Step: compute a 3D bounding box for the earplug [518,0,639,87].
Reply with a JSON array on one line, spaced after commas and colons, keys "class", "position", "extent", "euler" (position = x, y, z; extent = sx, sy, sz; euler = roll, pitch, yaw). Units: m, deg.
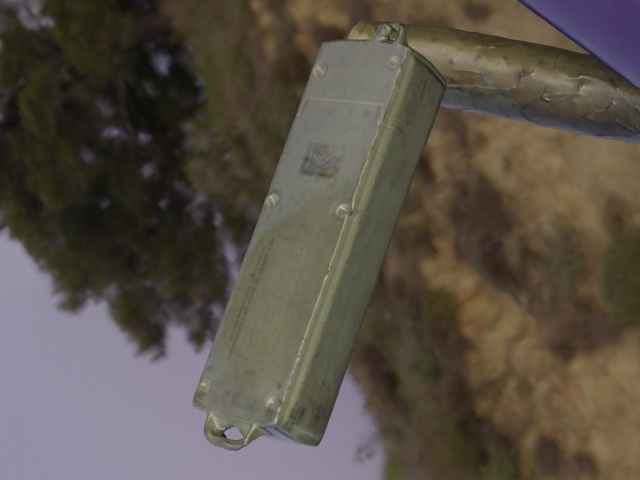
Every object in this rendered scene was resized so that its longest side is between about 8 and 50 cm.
[{"class": "earplug", "position": [0.134, -0.325, 1.217], "extent": [0.455, 0.215, 0.215], "euler": [32, -170, -8]}]

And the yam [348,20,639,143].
[{"class": "yam", "position": [0.188, -0.148, 1.438], "extent": [0.371, 0.083, 0.083], "euler": [13, 160, 32]}]

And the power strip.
[{"class": "power strip", "position": [0.000, 0.000, 0.922], "extent": [0.078, 0.272, 0.052], "euler": [9, 164, 39]}]
